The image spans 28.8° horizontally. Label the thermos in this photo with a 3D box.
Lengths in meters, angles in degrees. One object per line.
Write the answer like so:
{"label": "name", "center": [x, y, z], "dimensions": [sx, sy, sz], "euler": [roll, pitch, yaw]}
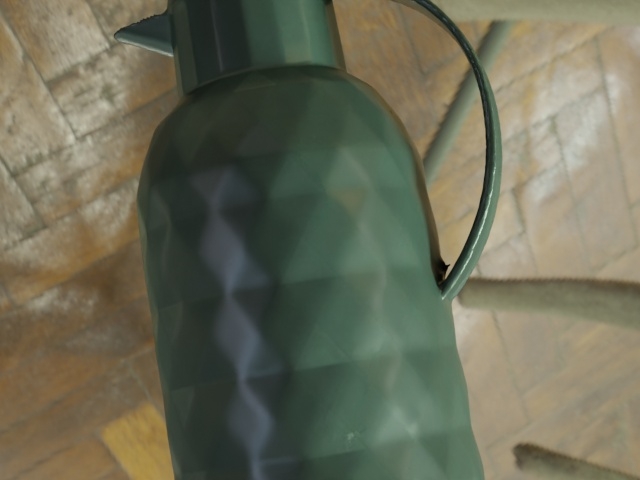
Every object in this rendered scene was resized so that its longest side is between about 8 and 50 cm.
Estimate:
{"label": "thermos", "center": [0.000, 0.000, 0.589], "dimensions": [0.182, 0.287, 0.145], "euler": [-10, 173, 14]}
